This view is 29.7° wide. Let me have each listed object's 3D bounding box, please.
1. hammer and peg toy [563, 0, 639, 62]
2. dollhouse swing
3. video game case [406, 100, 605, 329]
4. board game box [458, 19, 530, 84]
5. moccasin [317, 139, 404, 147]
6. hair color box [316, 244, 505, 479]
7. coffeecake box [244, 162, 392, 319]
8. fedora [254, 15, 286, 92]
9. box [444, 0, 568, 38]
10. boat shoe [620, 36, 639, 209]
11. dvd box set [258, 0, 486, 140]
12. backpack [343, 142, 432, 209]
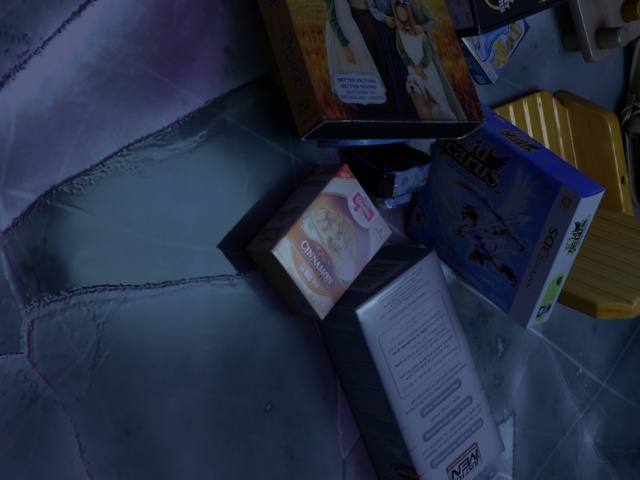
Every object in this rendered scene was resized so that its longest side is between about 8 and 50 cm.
[{"bbox_3d":[0.505,-0.524,2.108,0.266,0.127,0.361,-32,113,-34],"label":"hammer and peg toy"},{"bbox_3d":[0.427,-0.072,1.966,0.347,0.305,0.315,-23,108,-35],"label":"dollhouse swing"},{"bbox_3d":[0.264,-0.043,1.796,0.061,0.269,0.244,-18,137,-40],"label":"video game case"},{"bbox_3d":[0.252,-0.372,1.969,0.201,0.035,0.136,48,64,-31],"label":"board game box"},{"bbox_3d":[0.103,-0.214,1.811,0.342,0.137,0.117,-24,113,-51],"label":"moccasin"},{"bbox_3d":[0.141,0.215,1.871,0.185,0.113,0.374,-35,113,-32],"label":"hair color box"},{"bbox_3d":[0.000,0.000,1.767,0.185,0.068,0.142,-51,121,-26],"label":"coffeecake box"},{"bbox_3d":[-0.009,-0.253,1.710,0.194,0.079,0.194,13,48,-15],"label":"fedora"},{"bbox_3d":[0.266,-0.541,1.890,0.318,0.097,0.395,-26,107,-43],"label":"box"},{"bbox_3d":[0.619,-0.225,2.231,0.110,0.121,0.341,-18,106,-38],"label":"boat shoe"},{"bbox_3d":[0.047,-0.339,1.672,0.307,0.062,0.420,-3,70,-39],"label":"dvd box set"},{"bbox_3d":[0.105,-0.101,1.827,0.114,0.105,0.084,-18,127,-38],"label":"backpack"}]
